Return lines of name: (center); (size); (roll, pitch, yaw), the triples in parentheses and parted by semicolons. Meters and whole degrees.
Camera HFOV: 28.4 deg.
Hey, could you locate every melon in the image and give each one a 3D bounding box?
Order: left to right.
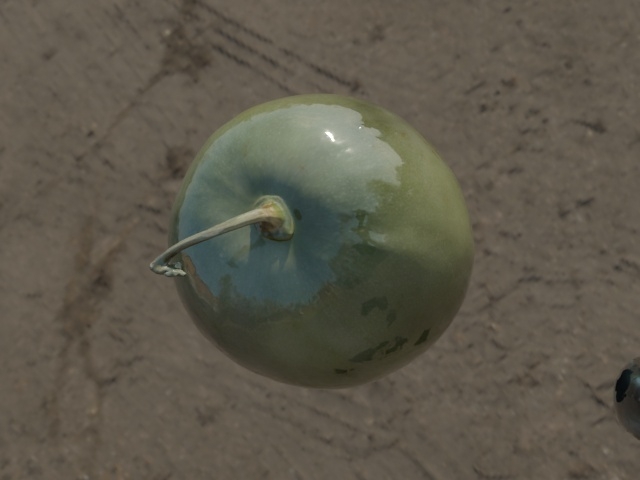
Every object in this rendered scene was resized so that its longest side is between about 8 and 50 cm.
melon: (0.003, 0.002, 1.075); (0.272, 0.272, 0.308); (-42, 0, -7)

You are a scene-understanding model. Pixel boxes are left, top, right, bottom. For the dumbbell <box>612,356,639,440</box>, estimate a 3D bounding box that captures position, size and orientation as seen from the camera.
dumbbell: (0.224, 0.015, 0.498); (0.192, 0.192, 0.290); (19, 98, 49)
